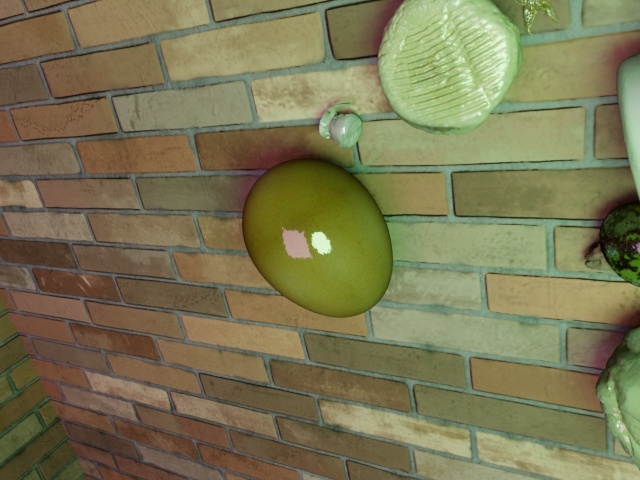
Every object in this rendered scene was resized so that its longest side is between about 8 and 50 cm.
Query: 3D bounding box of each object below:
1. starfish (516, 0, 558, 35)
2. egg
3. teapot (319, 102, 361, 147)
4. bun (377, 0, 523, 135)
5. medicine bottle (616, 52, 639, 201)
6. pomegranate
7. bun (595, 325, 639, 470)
[{"bbox_3d":[0.308,-0.346,0.812,0.086,0.016,0.092,18,126,24],"label":"starfish"},{"bbox_3d":[0.000,0.000,1.036,0.250,0.250,0.322,-28,104,38],"label":"egg"},{"bbox_3d":[0.035,-0.214,1.018,0.064,0.064,0.083,22,130,29],"label":"teapot"},{"bbox_3d":[0.192,-0.272,0.845,0.221,0.134,0.220,15,118,30],"label":"bun"},{"bbox_3d":[0.565,-0.163,0.629,0.389,0.219,0.219,-12,109,35],"label":"medicine bottle"},{"bbox_3d":[0.483,0.003,0.851,0.138,0.163,0.125,37,91,-11],"label":"pomegranate"},{"bbox_3d":[0.553,0.224,0.846,0.205,0.282,0.281,43,140,50],"label":"bun"}]
